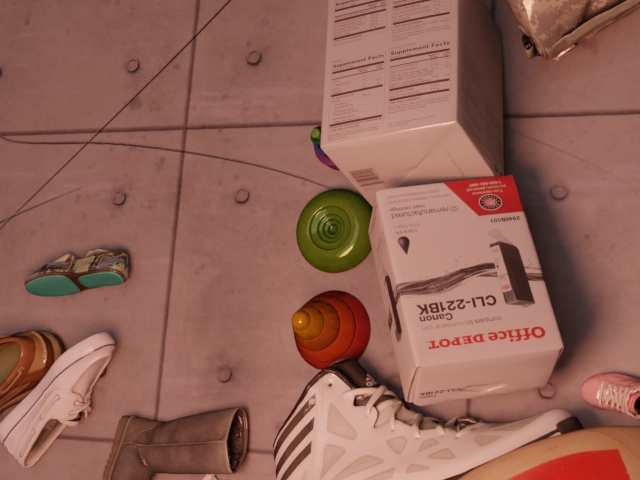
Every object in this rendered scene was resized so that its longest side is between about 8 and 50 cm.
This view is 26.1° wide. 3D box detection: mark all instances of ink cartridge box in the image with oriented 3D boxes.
[{"bbox_3d":[0.187,0.063,1.831,0.197,0.114,0.273,-7,60,-8],"label":"ink cartridge box"}]

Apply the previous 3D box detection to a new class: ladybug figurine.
[{"bbox_3d":[0.290,0.395,1.684,0.449,0.305,0.162,-27,29,12],"label":"ladybug figurine"}]

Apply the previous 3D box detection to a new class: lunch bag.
[{"bbox_3d":[0.366,-0.416,1.875,0.305,0.212,0.256,-29,68,17],"label":"lunch bag"}]

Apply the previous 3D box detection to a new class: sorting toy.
[{"bbox_3d":[0.000,0.000,1.999,0.127,0.126,0.366,-1,79,24],"label":"sorting toy"}]

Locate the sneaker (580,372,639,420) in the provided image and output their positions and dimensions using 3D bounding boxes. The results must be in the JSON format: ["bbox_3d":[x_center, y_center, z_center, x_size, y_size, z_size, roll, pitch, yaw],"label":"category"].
[{"bbox_3d":[0.396,0.203,1.803,0.134,0.070,0.051,8,92,31],"label":"sneaker"}]

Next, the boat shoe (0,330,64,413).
[{"bbox_3d":[-0.561,0.237,2.201,0.324,0.120,0.123,-35,67,13],"label":"boat shoe"}]

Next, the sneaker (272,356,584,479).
[{"bbox_3d":[0.118,0.254,1.866,0.447,0.169,0.258,-25,72,20],"label":"sneaker"}]

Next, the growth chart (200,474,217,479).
[{"bbox_3d":[-0.144,0.466,2.020,0.172,0.021,0.237,-44,65,10],"label":"growth chart"}]

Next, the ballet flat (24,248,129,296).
[{"bbox_3d":[-0.384,0.048,2.203,0.188,0.070,0.070,-6,76,21],"label":"ballet flat"}]

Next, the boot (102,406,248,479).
[{"bbox_3d":[-0.214,0.337,2.044,0.208,0.076,0.190,0,70,22],"label":"boot"}]

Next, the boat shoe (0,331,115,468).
[{"bbox_3d":[-0.395,0.251,2.150,0.258,0.095,0.084,-47,68,20],"label":"boat shoe"}]

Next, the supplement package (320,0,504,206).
[{"bbox_3d":[0.131,-0.213,1.917,0.198,0.199,0.263,-9,62,23],"label":"supplement package"}]
